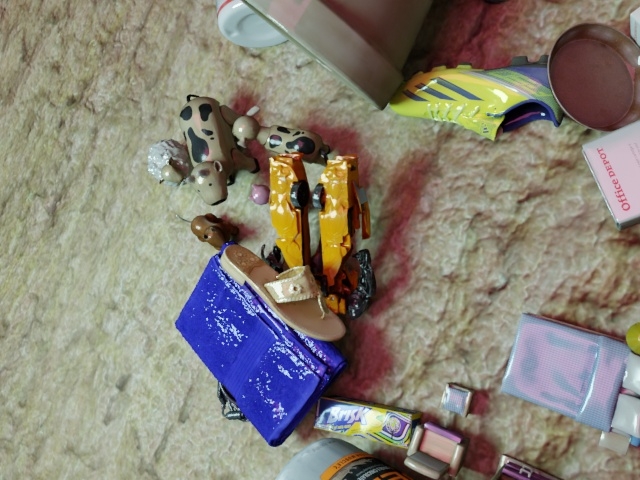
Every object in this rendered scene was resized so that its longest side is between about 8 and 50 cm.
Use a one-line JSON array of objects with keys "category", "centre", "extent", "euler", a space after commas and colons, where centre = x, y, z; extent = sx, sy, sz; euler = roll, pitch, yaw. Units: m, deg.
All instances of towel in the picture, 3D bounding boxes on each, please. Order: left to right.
[{"category": "towel", "centre": [-0.121, 0.178, 1.015], "extent": [0.308, 0.076, 0.227], "euler": [45, 115, 23]}]

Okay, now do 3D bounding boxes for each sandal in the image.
[{"category": "sandal", "centre": [-0.051, 0.066, 0.944], "extent": [0.240, 0.088, 0.079], "euler": [34, 123, 9]}]

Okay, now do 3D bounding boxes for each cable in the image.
[{"category": "cable", "centre": [-0.127, 0.244, 1.094], "extent": [0.151, 0.047, 0.184], "euler": [0, 81, 29]}]

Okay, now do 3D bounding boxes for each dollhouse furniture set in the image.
[{"category": "dollhouse furniture set", "centre": [0.282, 0.219, 0.805], "extent": [0.287, 0.198, 0.303], "euler": [18, 90, 28]}]

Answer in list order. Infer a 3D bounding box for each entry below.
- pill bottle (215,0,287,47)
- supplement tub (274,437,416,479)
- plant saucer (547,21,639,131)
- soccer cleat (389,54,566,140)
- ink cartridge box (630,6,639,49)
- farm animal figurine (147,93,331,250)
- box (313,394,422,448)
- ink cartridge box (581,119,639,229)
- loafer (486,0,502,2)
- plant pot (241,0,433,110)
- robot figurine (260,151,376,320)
[{"category": "pill bottle", "centre": [-0.129, -0.539, 1.146], "extent": [0.161, 0.161, 0.283], "euler": [-12, 77, 25]}, {"category": "supplement tub", "centre": [0.094, 0.432, 0.819], "extent": [0.338, 0.207, 0.207], "euler": [14, 89, 45]}, {"category": "plant saucer", "centre": [0.402, -0.234, 0.864], "extent": [0.169, 0.029, 0.168], "euler": [2, 81, -10]}, {"category": "soccer cleat", "centre": [0.244, -0.218, 0.948], "extent": [0.289, 0.093, 0.121], "euler": [0, 85, 27]}, {"category": "ink cartridge box", "centre": [0.506, -0.291, 0.825], "extent": [0.090, 0.092, 0.143], "euler": [-37, 67, 18]}, {"category": "farm animal figurine", "centre": [-0.172, -0.152, 1.105], "extent": [0.330, 0.172, 0.326], "euler": [-41, 67, 16]}, {"category": "box", "centre": [0.077, 0.296, 0.976], "extent": [0.169, 0.059, 0.054], "euler": [3, 81, 27]}, {"category": "ink cartridge box", "centre": [0.476, -0.107, 0.823], "extent": [0.175, 0.072, 0.127], "euler": [-24, 73, 22]}, {"category": "loafer", "centre": [0.210, -0.514, 1.006], "extent": [0.302, 0.095, 0.109], "euler": [42, 104, 25]}, {"category": "plant pot", "centre": [0.055, -0.412, 0.921], "extent": [0.323, 0.323, 0.280], "euler": [43, 102, 25]}, {"category": "robot figurine", "centre": [0.000, 0.000, 0.998], "extent": [0.211, 0.085, 0.290], "euler": [7, 113, 25]}]
